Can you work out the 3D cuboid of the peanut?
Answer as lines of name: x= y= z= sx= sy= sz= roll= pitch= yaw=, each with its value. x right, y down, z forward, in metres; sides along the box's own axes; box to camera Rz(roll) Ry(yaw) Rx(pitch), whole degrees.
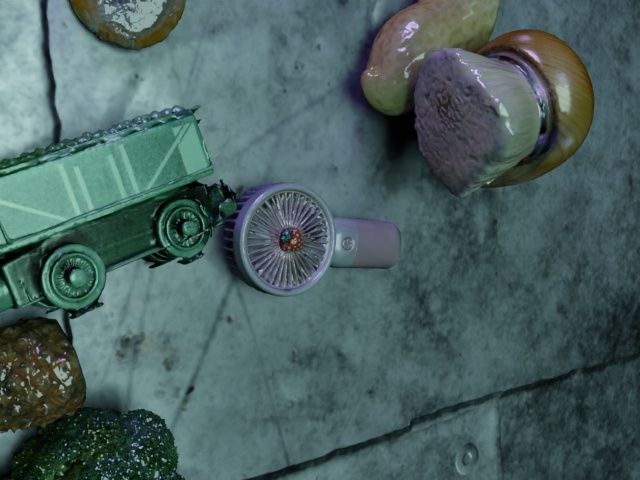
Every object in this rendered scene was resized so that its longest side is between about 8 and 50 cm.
peanut: x=0.145 y=-0.261 z=0.932 sx=0.263 sy=0.101 sz=0.117 roll=-45 pitch=103 yaw=-23

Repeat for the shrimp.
shrimp: x=-0.192 y=-0.289 z=0.729 sx=0.132 sy=0.052 sz=0.187 roll=5 pitch=95 yaw=-35

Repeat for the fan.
fan: x=0.000 y=0.000 z=0.875 sx=0.244 sy=0.074 sz=0.130 roll=2 pitch=93 yaw=-35

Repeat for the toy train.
toy train: x=-0.214 y=-0.025 z=0.708 sx=0.269 sy=0.115 sz=0.154 roll=-26 pitch=100 yaw=-30

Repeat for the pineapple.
pineapple: x=-0.318 y=0.138 z=0.660 sx=0.198 sy=0.108 sz=0.108 roll=-15 pitch=103 yaw=-24

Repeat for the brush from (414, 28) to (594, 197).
brush: x=0.199 y=-0.132 z=0.908 sx=0.166 sy=0.266 sz=0.174 roll=-24 pitch=72 yaw=-24

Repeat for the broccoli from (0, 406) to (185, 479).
broccoli: x=-0.217 y=0.250 z=0.702 sx=0.195 sy=0.156 sz=0.195 roll=10 pitch=49 yaw=-12
